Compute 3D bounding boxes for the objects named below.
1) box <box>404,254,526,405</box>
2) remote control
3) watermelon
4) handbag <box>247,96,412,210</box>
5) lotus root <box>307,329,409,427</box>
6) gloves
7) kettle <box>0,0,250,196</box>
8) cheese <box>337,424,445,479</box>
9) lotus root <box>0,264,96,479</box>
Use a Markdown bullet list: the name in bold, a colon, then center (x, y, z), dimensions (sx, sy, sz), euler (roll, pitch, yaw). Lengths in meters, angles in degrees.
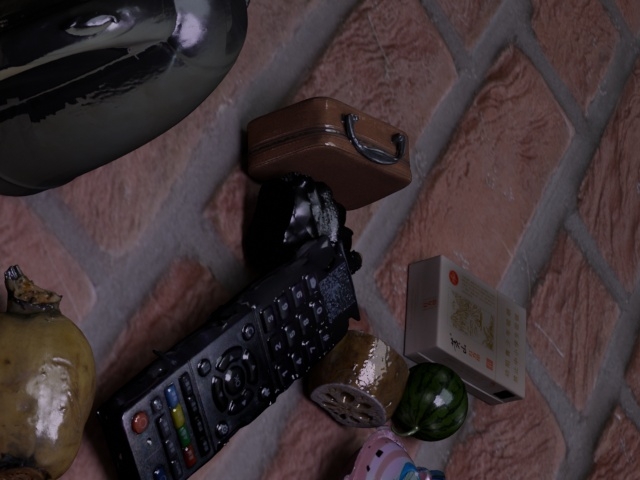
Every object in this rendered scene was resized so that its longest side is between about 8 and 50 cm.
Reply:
- **box**: center (0.196, 0.121, 2.305), dimensions (0.201, 0.058, 0.141), euler (31, 53, -42)
- **remote control**: center (-0.095, 0.128, 1.879), dimensions (0.399, 0.062, 0.145), euler (-38, 123, -43)
- **watermelon**: center (0.137, 0.205, 2.161), dimensions (0.109, 0.109, 0.109), euler (25, 57, -45)
- **handbag**: center (0.017, -0.103, 2.096), dimensions (0.193, 0.151, 0.072), euler (25, 55, -46)
- **lotus root**: center (0.046, 0.162, 2.051), dimensions (0.122, 0.112, 0.081), euler (43, 52, -34)
- **gloves**: center (0.002, -0.003, 2.071), dimensions (0.180, 0.106, 0.129), euler (16, 61, -44)
- **kettle**: center (-0.238, -0.185, 1.658), dimensions (0.321, 0.324, 0.228), euler (-18, 89, -54)
- **cheese**: center (0.087, 0.317, 2.065), dimensions (0.286, 0.074, 0.189), euler (19, 75, -61)
- **lotus root**: center (-0.277, 0.129, 1.655), dimensions (0.125, 0.118, 0.221), euler (43, 46, -57)
